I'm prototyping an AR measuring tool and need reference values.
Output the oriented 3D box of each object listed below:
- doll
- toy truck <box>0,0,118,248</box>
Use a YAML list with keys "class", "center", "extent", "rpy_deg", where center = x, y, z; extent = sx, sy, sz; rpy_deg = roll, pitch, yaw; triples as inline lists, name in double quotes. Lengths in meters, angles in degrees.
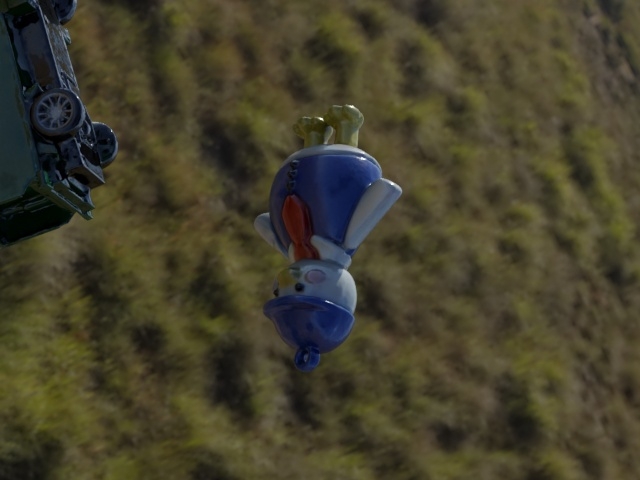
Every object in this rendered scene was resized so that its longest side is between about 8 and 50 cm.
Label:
- class: "doll"
  center: [0.000, 0.000, 0.666]
  extent: [0.058, 0.099, 0.142]
  rpy_deg: [27, 61, -41]
- class: "toy truck"
  center: [-0.157, -0.080, 0.661]
  extent: [0.065, 0.079, 0.147]
  rpy_deg: [54, 19, -72]
